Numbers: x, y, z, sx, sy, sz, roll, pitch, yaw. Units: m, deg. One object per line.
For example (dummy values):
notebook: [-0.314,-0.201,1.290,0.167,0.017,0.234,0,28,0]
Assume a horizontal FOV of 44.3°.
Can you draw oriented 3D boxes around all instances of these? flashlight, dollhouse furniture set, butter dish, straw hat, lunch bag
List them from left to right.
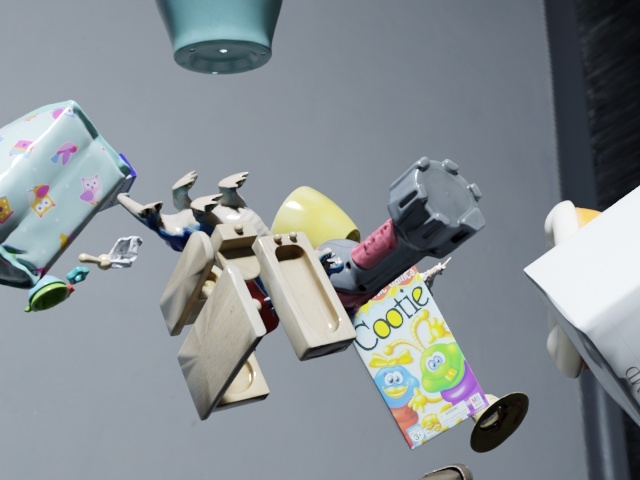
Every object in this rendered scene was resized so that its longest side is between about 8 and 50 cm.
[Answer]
lunch bag: [-0.425,-0.059,1.069,0.160,0.262,0.223,55,52,-34]
butter dish: [-0.126,0.125,1.672,0.118,0.160,0.160,-14,43,-13]
dollhouse furniture set: [-0.033,0.033,0.620,0.151,0.123,0.144,-8,57,-34]
flashlight: [0.066,0.002,0.925,0.103,0.304,0.103,8,63,-21]
straw hat: [0.317,0.324,1.477,0.144,0.144,0.061,-15,36,-28]

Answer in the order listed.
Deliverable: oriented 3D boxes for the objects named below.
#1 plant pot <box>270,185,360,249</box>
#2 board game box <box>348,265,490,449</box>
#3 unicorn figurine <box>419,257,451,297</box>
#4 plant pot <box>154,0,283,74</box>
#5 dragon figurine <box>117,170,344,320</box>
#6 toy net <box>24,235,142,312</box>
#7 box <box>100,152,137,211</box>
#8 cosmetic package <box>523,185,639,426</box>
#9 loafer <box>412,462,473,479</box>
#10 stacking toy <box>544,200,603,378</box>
plant pot: [0.000,0.000,1.129,0.095,0.134,0.134,21,58,25]
board game box: [0.125,0.160,1.242,0.144,0.142,0.275,-30,95,-3]
unicorn figurine: [0.263,0.109,2.066,0.162,0.111,0.060,-2,36,-1]
plant pot: [-0.187,-0.455,1.461,0.271,0.271,0.255,-2,84,-26]
dragon figurine: [-0.116,0.009,0.828,0.085,0.289,0.144,-47,126,-42]
toy net: [-0.414,0.067,1.409,0.232,0.122,0.045,-27,67,-30]
box: [-0.531,-0.130,1.905,0.137,0.126,0.072,-31,79,-42]
cosmetic package: [0.419,0.016,0.784,0.365,0.155,0.197,-39,108,6]
loafer: [0.263,0.598,1.879,0.078,0.220,0.080,12,50,-56]
stacking toy: [0.682,0.090,1.521,0.479,0.350,0.351,-2,69,12]
